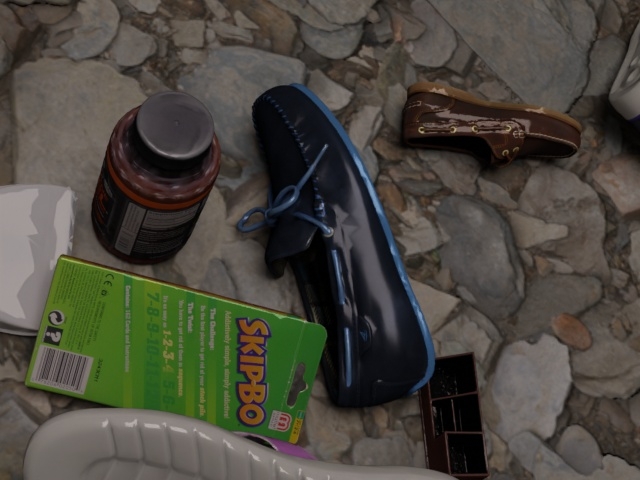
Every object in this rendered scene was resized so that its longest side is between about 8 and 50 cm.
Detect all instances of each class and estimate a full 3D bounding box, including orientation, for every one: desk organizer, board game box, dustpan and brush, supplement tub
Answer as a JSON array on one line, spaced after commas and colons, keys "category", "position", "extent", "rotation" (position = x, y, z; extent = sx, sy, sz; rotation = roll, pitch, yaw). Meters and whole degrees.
[{"category": "desk organizer", "position": [0.131, 0.177, 1.226], "extent": [0.047, 0.050, 0.130], "rotation": [3, 65, -17]}, {"category": "board game box", "position": [-0.132, 0.105, 1.154], "extent": [0.259, 0.039, 0.124], "rotation": [16, 93, -8]}, {"category": "dustpan and brush", "position": [-0.344, 0.008, 1.156], "extent": [0.211, 0.060, 0.147], "rotation": [9, 76, -21]}, {"category": "supplement tub", "position": [-0.153, -0.061, 1.162], "extent": [0.106, 0.198, 0.106], "rotation": [8, 62, -15]}]

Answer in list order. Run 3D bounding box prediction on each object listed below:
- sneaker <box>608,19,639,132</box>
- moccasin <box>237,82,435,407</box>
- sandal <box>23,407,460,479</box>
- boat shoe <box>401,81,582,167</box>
[{"category": "sneaker", "position": [0.493, -0.188, 1.489], "extent": [0.236, 0.130, 0.323], "rotation": [40, 55, -8]}, {"category": "moccasin", "position": [0.000, 0.000, 1.221], "extent": [0.116, 0.138, 0.342], "rotation": [-19, 72, -20]}, {"category": "sandal", "position": [-0.057, 0.235, 1.099], "extent": [0.416, 0.169, 0.102], "rotation": [15, 17, -12]}, {"category": "boat shoe", "position": [0.189, -0.116, 1.376], "extent": [0.206, 0.073, 0.073], "rotation": [10, 64, -5]}]
